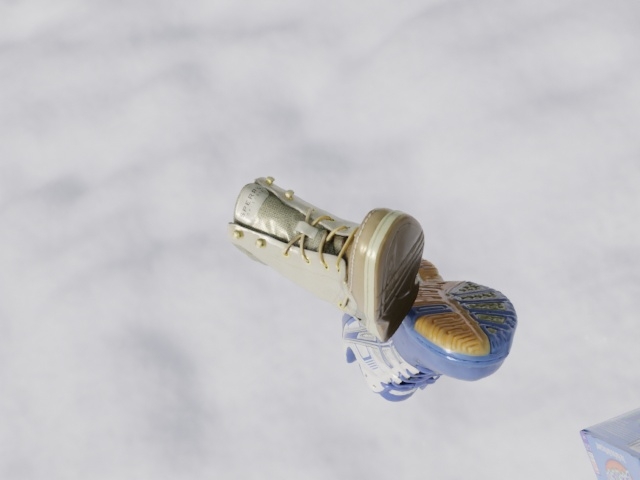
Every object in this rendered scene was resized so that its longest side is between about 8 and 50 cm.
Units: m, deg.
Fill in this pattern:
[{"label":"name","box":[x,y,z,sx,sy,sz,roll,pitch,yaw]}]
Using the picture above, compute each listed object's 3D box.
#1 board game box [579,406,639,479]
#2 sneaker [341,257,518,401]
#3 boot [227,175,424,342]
[{"label":"board game box","box":[0.271,0.101,0.799,0.210,0.047,0.160,-21,-2,-1]},{"label":"sneaker","box":[0.100,0.099,1.303,0.111,0.131,0.296,2,11,-17]},{"label":"boot","box":[0.000,0.000,1.120,0.165,0.213,0.077,32,76,13]}]
